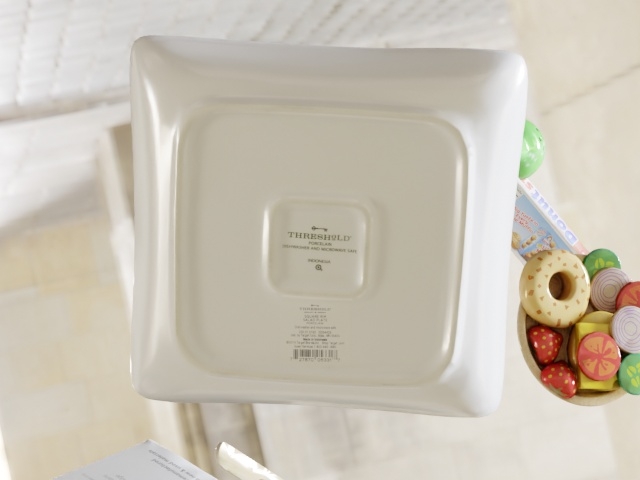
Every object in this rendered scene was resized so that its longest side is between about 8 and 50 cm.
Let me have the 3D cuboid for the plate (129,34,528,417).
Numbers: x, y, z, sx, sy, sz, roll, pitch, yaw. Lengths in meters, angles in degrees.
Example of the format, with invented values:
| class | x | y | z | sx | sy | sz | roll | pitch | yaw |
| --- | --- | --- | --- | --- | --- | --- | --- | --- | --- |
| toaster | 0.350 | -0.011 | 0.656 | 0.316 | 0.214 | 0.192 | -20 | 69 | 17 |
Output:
| class | x | y | z | sx | sy | sz | roll | pitch | yaw |
| --- | --- | --- | --- | --- | --- | --- | --- | --- | --- |
| plate | 0.000 | 0.000 | 1.077 | 0.277 | 0.278 | 0.045 | 3 | -161 | 2 |

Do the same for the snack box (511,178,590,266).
| class | x | y | z | sx | sy | sz | roll | pitch | yaw |
| --- | --- | --- | --- | --- | --- | --- | --- | --- | --- |
| snack box | 0.217 | -0.015 | 1.592 | 0.064 | 0.178 | 0.022 | -41 | 178 | 42 |

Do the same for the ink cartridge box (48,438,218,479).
| class | x | y | z | sx | sy | sz | roll | pitch | yaw |
| --- | --- | --- | --- | --- | --- | --- | --- | --- | --- |
| ink cartridge box | -0.219 | 0.326 | 1.228 | 0.307 | 0.223 | 0.129 | -18 | -154 | -38 |

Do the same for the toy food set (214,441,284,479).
| class | x | y | z | sx | sy | sz | roll | pitch | yaw |
| --- | --- | --- | --- | --- | --- | --- | --- | --- | --- |
| toy food set | -0.075 | 0.306 | 1.495 | 0.038 | 0.192 | 0.132 | -9 | 146 | 42 |

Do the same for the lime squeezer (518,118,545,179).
| class | x | y | z | sx | sy | sz | roll | pitch | yaw |
| --- | --- | --- | --- | --- | --- | --- | --- | --- | --- |
| lime squeezer | 0.136 | -0.063 | 1.358 | 0.110 | 0.059 | 0.310 | -38 | -172 | -16 |

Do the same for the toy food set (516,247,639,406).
| class | x | y | z | sx | sy | sz | roll | pitch | yaw |
| --- | --- | --- | --- | --- | --- | --- | --- | --- | --- |
| toy food set | 0.141 | 0.045 | 0.797 | 0.082 | 0.083 | 0.020 | 3 | 168 | -20 |
